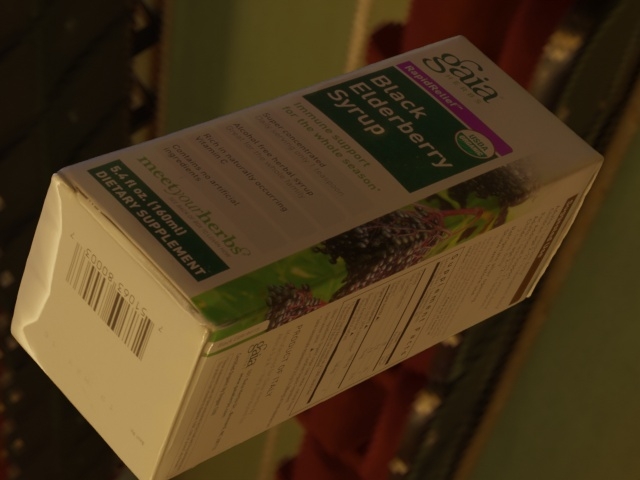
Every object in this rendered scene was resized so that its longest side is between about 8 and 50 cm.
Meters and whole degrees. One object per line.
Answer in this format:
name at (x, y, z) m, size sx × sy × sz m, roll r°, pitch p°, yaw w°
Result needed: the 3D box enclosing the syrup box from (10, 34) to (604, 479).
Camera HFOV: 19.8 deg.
syrup box at (0.000, 0.000, 0.754) m, size 0.093 × 0.237 × 0.096 m, roll 45°, pitch 135°, yaw 24°
